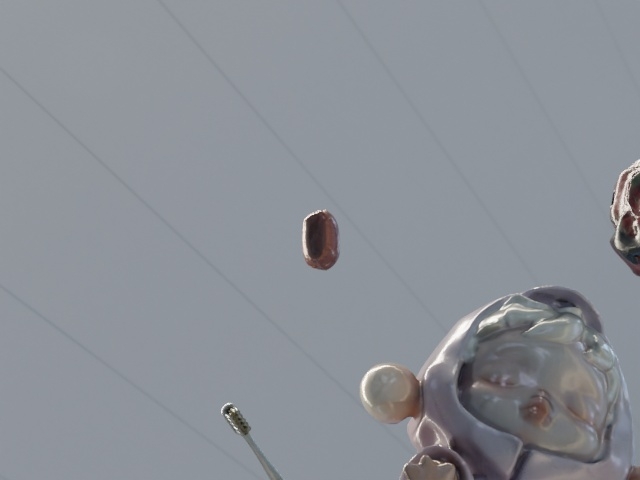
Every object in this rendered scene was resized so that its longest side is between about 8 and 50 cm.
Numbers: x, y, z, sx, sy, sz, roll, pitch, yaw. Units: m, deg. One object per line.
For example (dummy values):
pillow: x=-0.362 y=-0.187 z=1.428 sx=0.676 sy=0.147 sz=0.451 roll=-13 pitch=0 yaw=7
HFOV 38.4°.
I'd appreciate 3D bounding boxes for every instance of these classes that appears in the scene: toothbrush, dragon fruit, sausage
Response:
toothbrush: x=-0.041 y=0.355 z=1.267 sx=0.025 sy=0.030 sz=0.342 roll=-37 pitch=-66 yaw=-17
dragon fruit: x=0.411 y=-0.028 z=1.031 sx=0.182 sy=0.182 sz=0.188 roll=-51 pitch=-47 yaw=-8
sausage: x=0.000 y=0.000 z=1.427 sx=0.054 sy=0.059 sz=0.094 roll=15 pitch=-107 yaw=-71

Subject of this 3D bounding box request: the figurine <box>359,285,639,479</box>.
figurine: x=0.109 y=0.147 z=0.556 sx=0.133 sy=0.200 sz=0.276 roll=100 pitch=-166 yaw=-51
